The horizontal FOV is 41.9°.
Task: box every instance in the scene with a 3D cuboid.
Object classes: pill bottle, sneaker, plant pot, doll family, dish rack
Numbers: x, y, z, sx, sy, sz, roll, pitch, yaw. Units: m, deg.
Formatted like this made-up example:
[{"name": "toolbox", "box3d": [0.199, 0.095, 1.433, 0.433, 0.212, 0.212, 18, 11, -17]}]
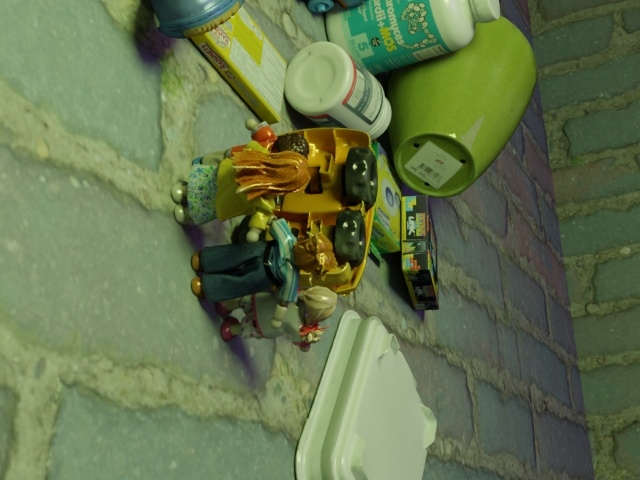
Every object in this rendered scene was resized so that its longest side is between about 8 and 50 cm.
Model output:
[{"name": "pill bottle", "box3d": [0.033, -0.211, 1.235, 0.180, 0.108, 0.108, 23, 59, -60]}, {"name": "sneaker", "box3d": [-0.140, -0.345, 0.914, 0.131, 0.111, 0.297, 69, 19, -48]}, {"name": "plant pot", "box3d": [0.227, -0.216, 1.464, 0.275, 0.274, 0.294, 60, 34, -33]}, {"name": "pill bottle", "box3d": [0.152, -0.367, 1.366, 0.146, 0.264, 0.146, 39, 45, -53]}, {"name": "doll family", "box3d": [-0.064, -0.004, 0.877, 0.118, 0.163, 0.263, -6, 85, -65]}, {"name": "dish rack", "box3d": [0.084, 0.284, 1.169, 0.286, 0.072, 0.333, 62, 29, -28]}]

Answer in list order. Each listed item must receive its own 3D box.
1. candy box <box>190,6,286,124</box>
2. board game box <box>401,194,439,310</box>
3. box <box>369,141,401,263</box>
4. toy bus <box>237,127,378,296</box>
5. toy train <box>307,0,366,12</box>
[{"name": "candy box", "box3d": [-0.106, -0.247, 1.058, 0.206, 0.027, 0.105, 47, 42, -47]}, {"name": "board game box", "box3d": [0.174, 0.025, 1.443, 0.170, 0.048, 0.141, 64, 26, -60]}, {"name": "box", "box3d": [0.096, -0.059, 1.376, 0.105, 0.043, 0.179, 46, 42, -49]}, {"name": "toy bus", "box3d": [0.000, 0.000, 1.063, 0.211, 0.149, 0.220, 72, 23, -51]}, {"name": "toy train", "box3d": [0.003, -0.411, 1.265, 0.184, 0.105, 0.080, 19, 62, -61]}]
